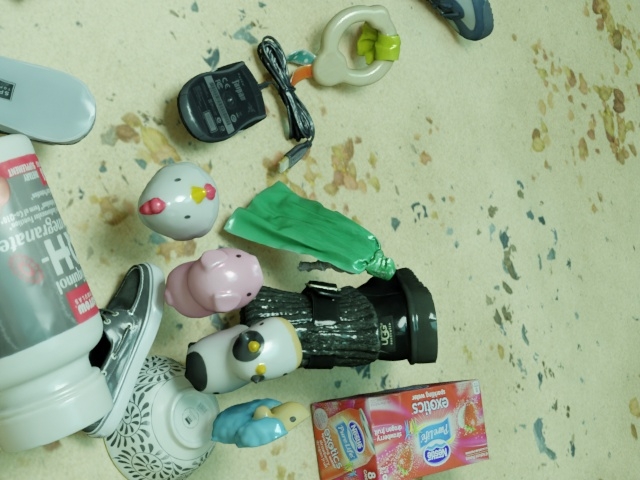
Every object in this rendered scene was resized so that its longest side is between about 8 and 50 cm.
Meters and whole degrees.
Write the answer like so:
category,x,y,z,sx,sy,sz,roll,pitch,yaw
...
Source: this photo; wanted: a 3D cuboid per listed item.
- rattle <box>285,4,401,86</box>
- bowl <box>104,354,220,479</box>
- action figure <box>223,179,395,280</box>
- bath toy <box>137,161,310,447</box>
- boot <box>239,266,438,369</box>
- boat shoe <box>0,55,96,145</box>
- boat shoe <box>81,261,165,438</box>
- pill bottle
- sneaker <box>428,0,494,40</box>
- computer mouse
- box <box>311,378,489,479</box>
category,x,y,z,sx,sy,sz,roll,pitch,yaw
rattle,0.014,-0.301,1.750,0.199,0.143,0.130,-30,132,-6
bowl,-0.181,0.225,1.397,0.170,0.080,0.170,12,73,-43
action figure,0.000,0.000,1.537,0.137,0.232,0.063,-47,150,-38
bath toy,-0.124,0.070,1.327,0.129,0.151,0.348,-19,88,-78
boot,0.013,0.113,1.566,0.260,0.348,0.131,-6,88,-3
boat shoe,-0.405,-0.183,1.259,0.306,0.105,0.113,14,80,-16
boat shoe,-0.258,0.122,1.355,0.076,0.080,0.228,33,66,-36
pill bottle,-0.343,0.059,1.210,0.176,0.176,0.318,-27,99,-45
sneaker,0.174,-0.453,1.914,0.131,0.112,0.319,-46,110,-23
computer mouse,-0.110,-0.168,1.585,0.262,0.060,0.184,-42,111,-50
box,0.122,0.283,1.649,0.257,0.122,0.128,-1,81,-45
